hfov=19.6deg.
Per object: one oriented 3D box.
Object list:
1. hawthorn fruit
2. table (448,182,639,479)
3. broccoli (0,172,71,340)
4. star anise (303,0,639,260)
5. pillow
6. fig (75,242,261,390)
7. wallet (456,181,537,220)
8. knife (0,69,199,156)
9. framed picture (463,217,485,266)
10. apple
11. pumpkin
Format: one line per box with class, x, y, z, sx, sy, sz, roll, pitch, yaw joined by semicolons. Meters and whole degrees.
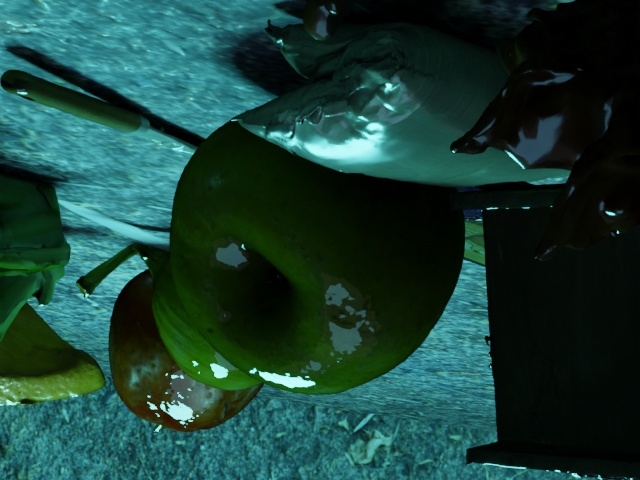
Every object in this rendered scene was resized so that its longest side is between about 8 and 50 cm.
hawthorn fruit;-0.139;0.122;1.915;0.179;0.200;0.179;19;-162;-7
table;0.206;0.044;1.114;0.193;0.169;0.172;-6;-176;-44
broccoli;-0.353;0.042;1.600;0.275;0.308;0.308;-13;176;-16
star anise;0.141;-0.064;0.773;0.346;0.148;0.237;14;-148;-29
pillow;0.064;-0.069;1.021;0.181;0.078;0.134;15;169;-38
fig;-0.104;0.057;1.768;0.186;0.148;0.142;44;-170;24
wallet;0.067;-0.037;1.329;0.111;0.030;0.166;16;169;-36
knife;-0.131;-0.079;1.321;0.047;0.017;0.298;5;173;33
framed picture;0.213;0.010;1.505;0.255;0.014;0.338;-1;165;45
apple;0.000;0.000;1.173;0.196;0.196;0.157;1;-161;38
pumpkin;-0.387;0.062;1.861;0.258;0.290;0.095;-6;141;-42
